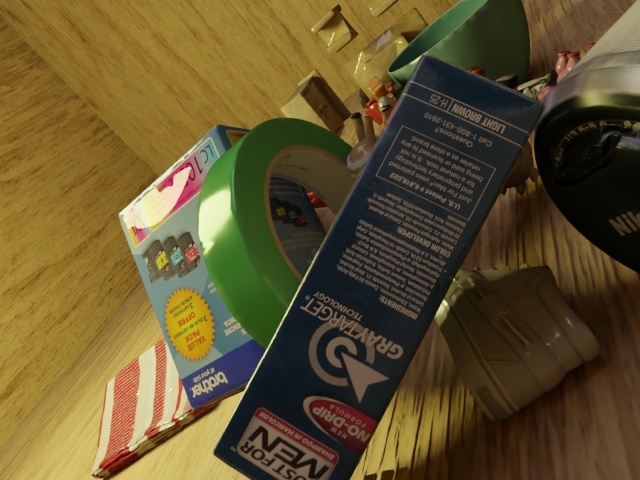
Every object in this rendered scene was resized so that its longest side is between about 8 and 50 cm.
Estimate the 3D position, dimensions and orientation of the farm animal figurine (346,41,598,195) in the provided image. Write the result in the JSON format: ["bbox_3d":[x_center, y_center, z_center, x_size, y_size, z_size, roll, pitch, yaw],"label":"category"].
[{"bbox_3d":[0.243,-0.121,0.715,0.327,0.172,0.330,-27,22,-28],"label":"farm animal figurine"}]

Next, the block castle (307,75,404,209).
[{"bbox_3d":[0.087,-0.168,1.159,0.303,0.213,0.453,-39,16,12],"label":"block castle"}]

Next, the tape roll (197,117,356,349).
[{"bbox_3d":[0.000,0.000,0.726,0.077,0.321,0.321,-33,18,37],"label":"tape roll"}]

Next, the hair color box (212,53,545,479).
[{"bbox_3d":[0.053,0.039,0.499,0.347,0.105,0.174,-62,-11,-1],"label":"hair color box"}]

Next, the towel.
[{"bbox_3d":[-0.329,0.293,1.121,0.329,0.037,0.237,-37,37,19],"label":"towel"}]

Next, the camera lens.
[{"bbox_3d":[0.322,-0.110,0.434,0.274,0.219,0.219,-46,16,-11],"label":"camera lens"}]

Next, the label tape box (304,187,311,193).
[{"bbox_3d":[-0.059,-0.110,1.543,0.249,0.115,0.347,-30,16,36],"label":"label tape box"}]

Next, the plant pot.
[{"bbox_3d":[0.312,-0.367,1.174,0.290,0.195,0.290,-39,16,13],"label":"plant pot"}]

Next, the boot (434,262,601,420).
[{"bbox_3d":[0.181,0.064,0.585,0.123,0.095,0.258,-33,26,10],"label":"boot"}]

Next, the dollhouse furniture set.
[{"bbox_3d":[0.118,-0.431,1.481,0.394,0.362,0.256,-33,18,25],"label":"dollhouse furniture set"}]

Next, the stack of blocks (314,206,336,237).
[{"bbox_3d":[-0.043,0.043,0.987,0.297,0.171,0.087,-5,37,36],"label":"stack of blocks"}]

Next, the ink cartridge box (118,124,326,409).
[{"bbox_3d":[-0.111,0.070,0.846,0.270,0.395,0.151,-33,-13,33],"label":"ink cartridge box"}]

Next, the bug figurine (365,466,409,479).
[{"bbox_3d":[-0.002,0.300,0.400,0.216,0.072,0.279,-23,19,33],"label":"bug figurine"}]

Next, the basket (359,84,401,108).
[{"bbox_3d":[0.244,-0.466,1.692,0.204,0.154,0.227,-46,20,-7],"label":"basket"}]

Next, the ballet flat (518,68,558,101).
[{"bbox_3d":[0.328,-0.215,0.972,0.203,0.074,0.074,-38,16,15],"label":"ballet flat"}]
